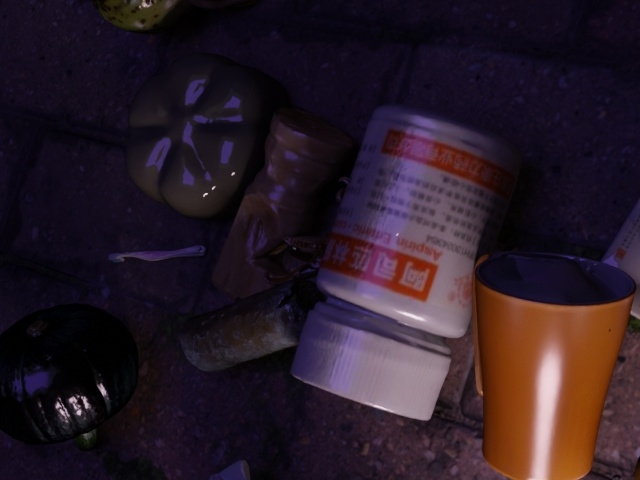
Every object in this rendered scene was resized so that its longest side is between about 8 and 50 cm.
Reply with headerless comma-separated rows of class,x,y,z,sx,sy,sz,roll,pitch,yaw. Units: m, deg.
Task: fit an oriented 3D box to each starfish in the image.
starfish,-0.002,0.000,1.718,0.074,0.146,0.190,44,92,3

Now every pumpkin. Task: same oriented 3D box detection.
pumpkin,-0.390,0.230,1.915,0.248,0.248,0.248,-11,70,33

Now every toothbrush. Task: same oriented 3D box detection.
toothbrush,-0.264,0.022,1.987,0.204,0.022,0.017,-5,57,34

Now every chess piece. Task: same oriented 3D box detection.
chess piece,-0.066,-0.040,1.815,0.137,0.137,0.301,41,114,37

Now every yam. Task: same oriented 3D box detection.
yam,-0.093,0.122,1.756,0.259,0.093,0.093,-23,63,45

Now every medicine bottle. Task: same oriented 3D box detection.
medicine bottle,0.109,0.027,1.596,0.211,0.211,0.371,17,86,38

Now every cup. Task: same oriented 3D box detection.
cup,0.252,0.134,1.459,0.226,0.182,0.264,31,123,56

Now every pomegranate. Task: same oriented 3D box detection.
pomegranate,-0.244,-0.437,2.027,0.204,0.276,0.222,-166,90,-77

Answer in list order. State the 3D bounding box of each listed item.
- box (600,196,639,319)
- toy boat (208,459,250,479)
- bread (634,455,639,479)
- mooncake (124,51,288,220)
box,0.440,-0.004,1.458,0.149,0.067,0.233,36,98,39
toy boat,-0.080,0.447,1.679,0.199,0.100,0.290,-35,60,22
bread,0.514,0.285,1.200,0.348,0.253,0.376,-35,60,17
mooncake,-0.181,-0.162,1.914,0.275,0.135,0.275,-9,73,30
